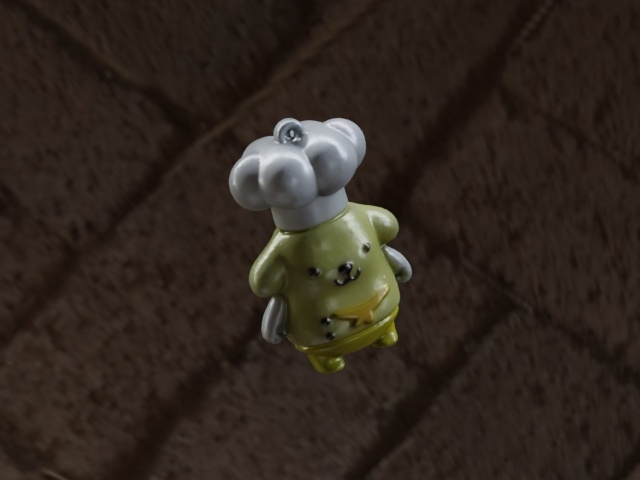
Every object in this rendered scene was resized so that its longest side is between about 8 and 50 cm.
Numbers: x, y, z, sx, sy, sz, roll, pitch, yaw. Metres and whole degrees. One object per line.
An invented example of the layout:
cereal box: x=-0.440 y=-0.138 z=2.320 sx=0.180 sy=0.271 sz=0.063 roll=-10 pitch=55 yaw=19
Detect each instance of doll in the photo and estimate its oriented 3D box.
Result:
doll: x=0.000 y=0.000 z=1.206 sx=0.106 sy=0.062 sz=0.162 roll=-26 pitch=113 yaw=-20
